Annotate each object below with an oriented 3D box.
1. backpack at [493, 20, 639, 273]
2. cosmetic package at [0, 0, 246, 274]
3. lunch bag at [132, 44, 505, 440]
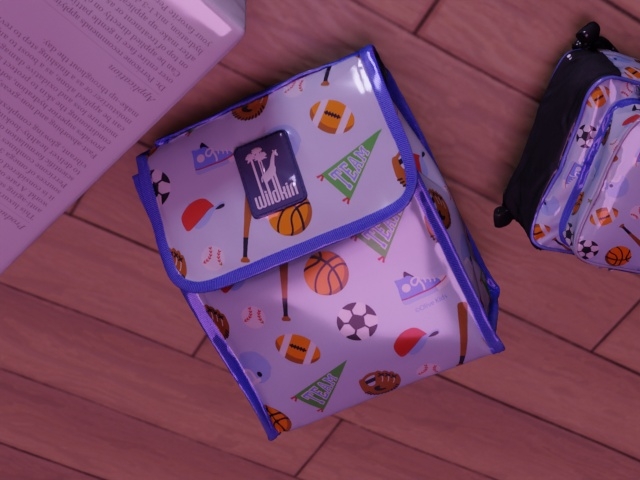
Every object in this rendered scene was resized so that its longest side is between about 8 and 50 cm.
[{"bbox_3d":[0.385,-0.082,1.223,0.264,0.213,0.276,7,122,-21],"label":"backpack"},{"bbox_3d":[-0.313,-0.178,1.131,0.453,0.161,0.230,-40,118,21],"label":"cosmetic package"},{"bbox_3d":[0.000,0.000,1.240,0.328,0.239,0.385,-23,107,13],"label":"lunch bag"}]
